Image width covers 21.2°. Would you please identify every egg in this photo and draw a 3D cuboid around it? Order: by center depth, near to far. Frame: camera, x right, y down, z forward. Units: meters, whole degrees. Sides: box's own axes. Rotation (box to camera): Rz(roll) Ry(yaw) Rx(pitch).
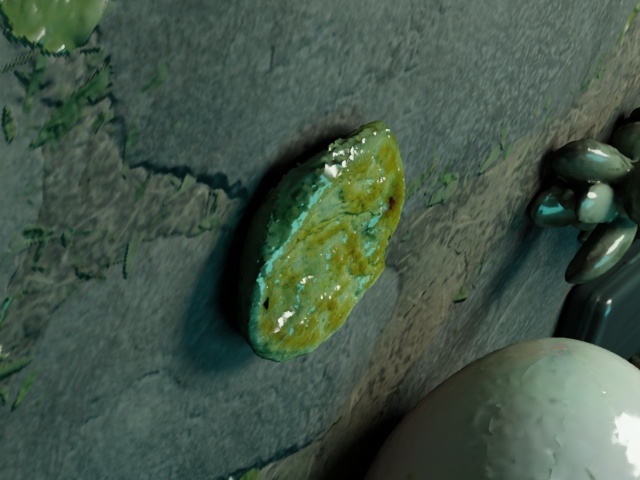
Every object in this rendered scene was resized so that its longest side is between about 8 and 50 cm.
[{"bbox_3d":[0.192,0.248,1.510,0.354,0.354,0.339,-27,124,-51],"label":"egg"}]

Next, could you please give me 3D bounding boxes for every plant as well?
[{"bbox_3d":[0.318,-0.057,1.652,0.274,0.149,0.146,-16,90,-36],"label":"plant"}]

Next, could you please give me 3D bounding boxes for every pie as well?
[{"bbox_3d":[0.000,0.000,1.203,0.187,0.041,0.187,-44,150,-33],"label":"pie"}]

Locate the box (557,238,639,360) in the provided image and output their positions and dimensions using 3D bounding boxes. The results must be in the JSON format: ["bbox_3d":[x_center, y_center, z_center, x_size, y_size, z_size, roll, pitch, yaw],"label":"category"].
[{"bbox_3d":[0.337,0.082,1.941,0.230,0.050,0.160,-31,142,-48],"label":"box"}]

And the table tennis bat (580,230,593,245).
[{"bbox_3d":[0.334,-0.085,1.791,0.220,0.019,0.130,-58,155,-9],"label":"table tennis bat"}]

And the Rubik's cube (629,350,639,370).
[{"bbox_3d":[0.558,0.112,2.154,0.256,0.259,0.253,-48,151,-29],"label":"Rubik's cube"}]
